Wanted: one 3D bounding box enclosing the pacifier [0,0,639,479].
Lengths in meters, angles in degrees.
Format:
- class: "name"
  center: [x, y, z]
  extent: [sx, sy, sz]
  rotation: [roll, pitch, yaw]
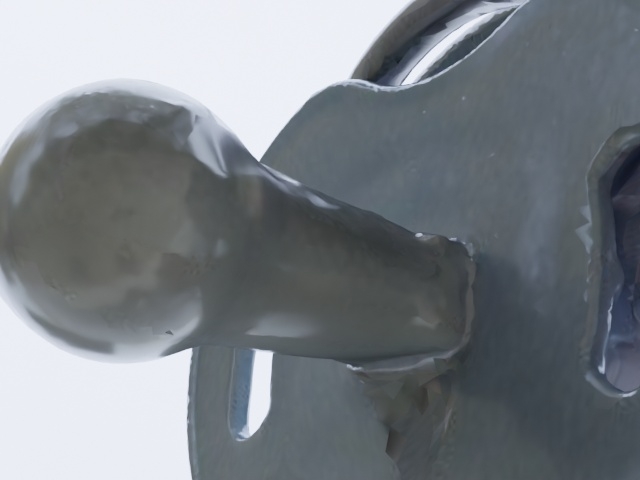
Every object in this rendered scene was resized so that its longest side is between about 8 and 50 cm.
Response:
- class: "pacifier"
  center: [0.000, 0.000, 0.445]
  extent: [0.233, 0.299, 0.244]
  rotation: [14, -109, -36]
